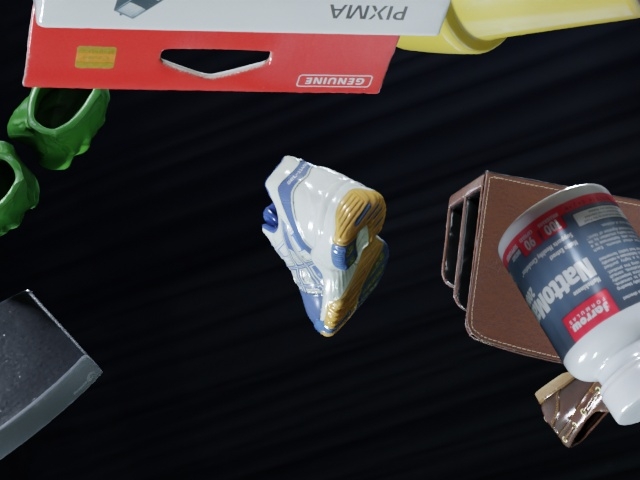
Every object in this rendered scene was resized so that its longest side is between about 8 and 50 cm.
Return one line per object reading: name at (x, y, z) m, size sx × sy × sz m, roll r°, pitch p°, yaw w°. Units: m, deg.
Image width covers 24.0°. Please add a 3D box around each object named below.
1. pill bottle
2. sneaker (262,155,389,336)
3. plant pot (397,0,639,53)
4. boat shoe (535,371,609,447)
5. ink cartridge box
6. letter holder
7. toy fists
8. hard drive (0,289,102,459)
pill bottle at (0.233, 0.054, 1.234) m, size 0.180 × 0.108 × 0.108 m, roll 61°, pitch -168°, yaw 25°
sneaker at (0.000, 0.000, 1.730) m, size 0.112 × 0.131 × 0.296 m, roll -50°, pitch -18°, yaw -26°
plant pot at (0.185, -0.287, 1.325) m, size 0.254 × 0.239 × 0.254 m, roll -21°, pitch -65°, yaw -57°
boat shoe at (0.301, 0.145, 1.545) m, size 0.073 × 0.207 × 0.073 m, roll -10°, pitch -115°, yaw -31°
ink cartridge box at (-0.057, -0.175, 1.080) m, size 0.261 × 0.296 × 0.066 m, roll 109°, pitch 155°, yaw -49°
letter holder at (0.312, 0.057, 1.870) m, size 0.152 × 0.302 × 0.214 m, roll 141°, pitch 138°, yaw -75°
toy fists at (-0.369, -0.107, 1.885) m, size 0.096 × 0.279 × 0.142 m, roll 36°, pitch 166°, yaw 8°
hard drive at (-0.421, 0.181, 1.885) m, size 0.172 × 0.255 × 0.054 m, roll 45°, pitch 158°, yaw 19°
